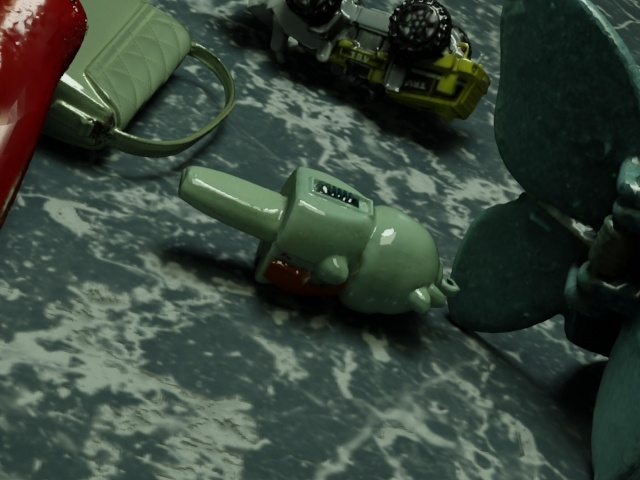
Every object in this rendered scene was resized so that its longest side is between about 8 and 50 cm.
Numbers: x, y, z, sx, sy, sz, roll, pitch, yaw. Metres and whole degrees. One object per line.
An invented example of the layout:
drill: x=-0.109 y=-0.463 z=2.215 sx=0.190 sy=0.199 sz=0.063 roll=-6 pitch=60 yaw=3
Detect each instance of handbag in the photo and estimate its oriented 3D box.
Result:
handbag: x=-0.189 y=-0.153 z=1.740 sx=0.219 sy=0.079 sz=0.256 roll=30 pitch=29 yaw=-1

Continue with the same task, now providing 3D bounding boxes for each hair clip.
hair clip: x=0.300 y=0.008 z=1.553 sx=0.238 sy=0.318 sz=0.392 roll=0 pitch=34 yaw=-36

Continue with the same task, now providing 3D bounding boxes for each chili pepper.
chili pepper: x=-0.261 y=-0.117 z=1.522 sx=0.110 sy=0.110 sz=0.387 roll=18 pitch=51 yaw=-7

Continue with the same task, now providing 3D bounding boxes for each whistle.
whistle: x=0.001 y=-0.001 z=1.580 sx=0.253 sy=0.105 sz=0.102 roll=23 pitch=-2 yaw=-13

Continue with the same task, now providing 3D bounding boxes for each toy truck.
toy truck: x=0.036 y=-0.205 z=1.933 sx=0.286 sy=0.111 sz=0.136 roll=22 pitch=-4 yaw=18
